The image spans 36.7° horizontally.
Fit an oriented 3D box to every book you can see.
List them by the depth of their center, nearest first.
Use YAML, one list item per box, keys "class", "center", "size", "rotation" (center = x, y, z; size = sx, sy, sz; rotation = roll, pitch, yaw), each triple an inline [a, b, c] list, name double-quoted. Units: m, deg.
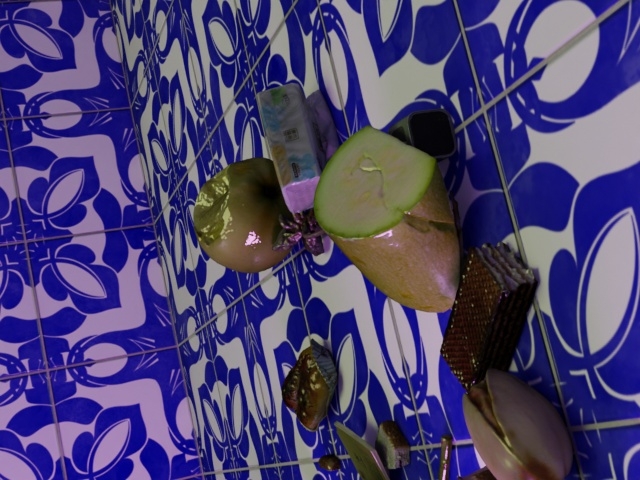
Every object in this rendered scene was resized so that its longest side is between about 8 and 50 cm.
- class: "book"
  center: [0.101, 0.479, 2.048]
  size: [0.168, 0.013, 0.192]
  rotation: [65, 163, -18]

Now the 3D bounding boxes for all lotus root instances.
- class: "lotus root"
  center: [0.018, 0.533, 2.324]
  size: [0.083, 0.037, 0.030]
  rotation: [171, 94, -69]

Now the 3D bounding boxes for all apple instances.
- class: "apple"
  center: [-0.165, -0.057, 2.279]
  size: [0.279, 0.279, 0.279]
  rotation: [171, 90, -69]

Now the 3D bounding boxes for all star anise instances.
- class: "star anise"
  center: [0.000, 0.000, 2.077]
  size: [0.148, 0.218, 0.227]
  rotation: [45, -171, -23]

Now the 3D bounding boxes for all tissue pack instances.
- class: "tissue pack"
  center: [-0.033, -0.201, 2.048]
  size: [0.159, 0.145, 0.229]
  rotation: [71, -175, -70]

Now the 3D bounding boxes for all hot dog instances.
- class: "hot dog"
  center: [-0.026, 0.351, 2.309]
  size: [0.270, 0.082, 0.162]
  rotation: [110, 143, -49]

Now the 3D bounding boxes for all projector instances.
- class: "projector"
  center: [0.169, -0.167, 1.609]
  size: [0.082, 0.083, 0.083]
  rotation: [156, 104, -68]

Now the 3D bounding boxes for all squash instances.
- class: "squash"
  center: [0.154, -0.008, 1.642]
  size: [0.210, 0.309, 0.233]
  rotation: [-54, 43, -4]

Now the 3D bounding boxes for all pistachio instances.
- class: "pistachio"
  center: [0.286, 0.282, 1.418]
  size: [0.215, 0.144, 0.144]
  rotation: [-126, 34, -46]

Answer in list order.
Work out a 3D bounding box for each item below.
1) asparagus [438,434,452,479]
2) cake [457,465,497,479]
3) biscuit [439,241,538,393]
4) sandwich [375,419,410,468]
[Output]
- class: "asparagus"
  center: [0.225, 0.464, 1.797]
  size: [0.025, 0.024, 0.248]
  rotation: [-51, -33, -58]
- class: "cake"
  center: [0.315, 0.424, 1.438]
  size: [0.295, 0.116, 0.112]
  rotation: [-168, 67, -70]
- class: "biscuit"
  center: [0.261, 0.121, 1.509]
  size: [0.106, 0.070, 0.252]
  rotation: [-122, 32, -43]
- class: "sandwich"
  center: [0.145, 0.430, 1.965]
  size: [0.105, 0.036, 0.093]
  rotation: [102, 150, -44]
